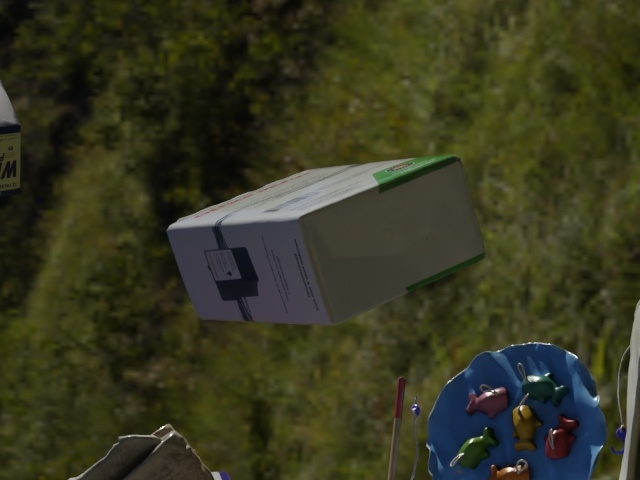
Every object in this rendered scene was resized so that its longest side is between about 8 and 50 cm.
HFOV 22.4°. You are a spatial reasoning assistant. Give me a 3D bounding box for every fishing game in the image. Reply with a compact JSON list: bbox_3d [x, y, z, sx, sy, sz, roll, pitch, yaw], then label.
[{"bbox_3d":[0.174,0.177,1.499,0.041,0.264,0.189,44,-134,-48],"label":"fishing game"}]

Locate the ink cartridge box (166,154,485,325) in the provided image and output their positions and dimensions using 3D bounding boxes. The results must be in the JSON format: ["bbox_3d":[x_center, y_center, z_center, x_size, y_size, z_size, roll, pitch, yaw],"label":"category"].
[{"bbox_3d":[0.000,0.000,1.250,0.153,0.208,0.087,-23,-79,-30],"label":"ink cartridge box"}]

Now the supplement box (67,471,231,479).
[{"bbox_3d":[-0.108,0.271,1.036,0.111,0.113,0.220,-141,51,-76],"label":"supplement box"}]

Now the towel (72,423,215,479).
[{"bbox_3d":[-0.079,0.258,0.883,0.282,0.187,0.049,54,174,-3],"label":"towel"}]

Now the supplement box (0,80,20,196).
[{"bbox_3d":[-0.329,-0.097,1.577,0.056,0.083,0.083,-9,-49,-21],"label":"supplement box"}]

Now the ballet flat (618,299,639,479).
[{"bbox_3d":[0.234,0.200,1.005,0.139,0.139,0.400,23,-113,-61],"label":"ballet flat"}]
